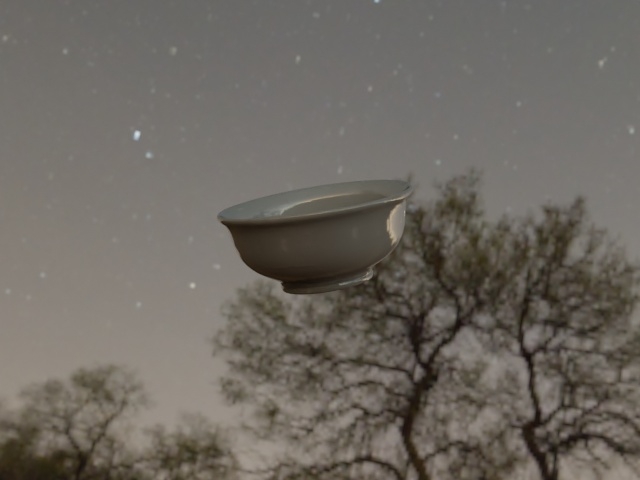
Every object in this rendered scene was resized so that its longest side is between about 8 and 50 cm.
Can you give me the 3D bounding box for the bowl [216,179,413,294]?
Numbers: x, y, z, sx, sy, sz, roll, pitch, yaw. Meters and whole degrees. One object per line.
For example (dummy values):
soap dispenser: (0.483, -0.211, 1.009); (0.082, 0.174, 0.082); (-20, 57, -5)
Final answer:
bowl: (0.000, 0.000, 1.688); (0.298, 0.134, 0.298); (-8, 9, 1)
